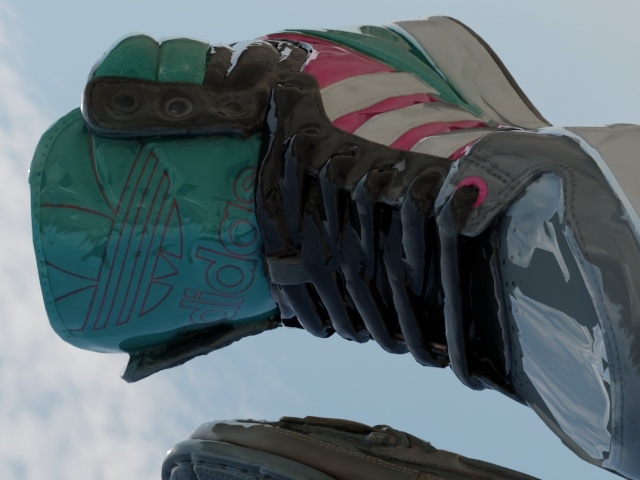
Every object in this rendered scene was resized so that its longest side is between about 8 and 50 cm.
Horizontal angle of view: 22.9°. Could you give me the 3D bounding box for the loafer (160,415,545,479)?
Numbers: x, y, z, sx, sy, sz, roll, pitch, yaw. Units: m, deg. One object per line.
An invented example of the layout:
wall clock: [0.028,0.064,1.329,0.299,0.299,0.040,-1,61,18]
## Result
loafer: [0.056,0.137,0.740,0.267,0.096,0.084,17,-138,24]

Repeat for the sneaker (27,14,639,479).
sneaker: [0.000,0.000,0.507,0.295,0.178,0.124,-130,32,-64]
